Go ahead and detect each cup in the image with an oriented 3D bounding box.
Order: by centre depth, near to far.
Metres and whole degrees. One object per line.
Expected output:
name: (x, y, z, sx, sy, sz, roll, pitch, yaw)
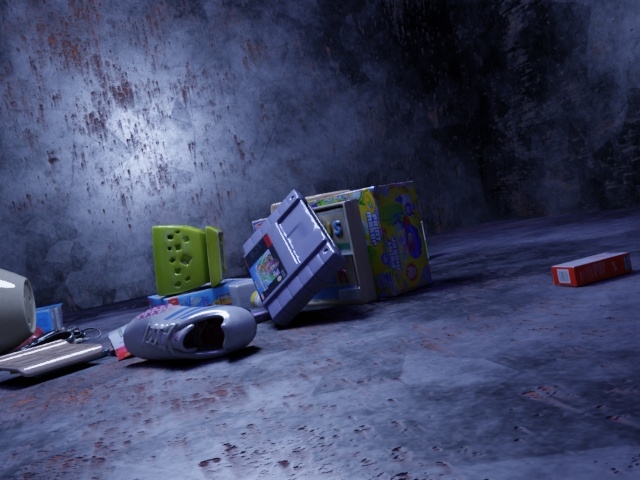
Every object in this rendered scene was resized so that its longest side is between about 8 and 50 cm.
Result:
cup: (-0.949, 0.203, 1.737, 0.237, 0.330, 0.331, -9, 1, -15)

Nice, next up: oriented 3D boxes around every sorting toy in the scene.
sorting toy: (-0.646, 0.281, 1.449, 0.208, 0.038, 0.193, -3, 7, 44)

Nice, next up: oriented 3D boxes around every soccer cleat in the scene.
soccer cleat: (-0.295, 0.191, 1.265, 0.332, 0.115, 0.143, -10, 2, 21)

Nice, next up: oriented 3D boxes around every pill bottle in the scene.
pill bottle: (-0.158, 0.174, 1.769, 0.065, 0.065, 0.116, -12, 3, -21)

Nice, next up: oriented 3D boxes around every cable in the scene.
cable: (-0.804, 0.322, 1.720, 0.140, 0.072, 0.287, 1, 21, 35)

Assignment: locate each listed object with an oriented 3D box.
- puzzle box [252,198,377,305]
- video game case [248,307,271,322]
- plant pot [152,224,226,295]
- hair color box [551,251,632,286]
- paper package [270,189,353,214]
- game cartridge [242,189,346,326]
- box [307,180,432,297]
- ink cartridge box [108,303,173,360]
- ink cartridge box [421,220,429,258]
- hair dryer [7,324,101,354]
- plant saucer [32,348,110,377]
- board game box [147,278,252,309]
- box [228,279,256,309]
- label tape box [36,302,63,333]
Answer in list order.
puzzle box: (-0.029, 0.046, 1.708, 0.052, 0.271, 0.409, -13, 2, -42)
video game case: (-0.256, 0.219, 1.617, 0.196, 0.026, 0.274, -10, 1, 40)
plant pot: (-0.423, 0.056, 2.020, 0.207, 0.228, 0.227, -6, 1, -3)
hair color box: (0.558, 0.059, 1.263, 0.141, 0.043, 0.072, -13, 2, -16)
paper package: (0.000, 0.000, 2.195, 0.310, 0.324, 0.168, -10, 2, 6)
game cartridge: (-0.083, 0.033, 1.546, 0.230, 0.068, 0.355, -44, 34, 8)
box: (0.126, 0.006, 1.711, 0.177, 0.289, 0.279, -12, 2, -44)
ink cartridge box: (-0.440, 0.227, 1.550, 0.181, 0.056, 0.225, -25, 5, -19)
ink cartridge box: (0.303, 0.017, 2.406, 0.213, 0.154, 0.093, -10, 3, -2)
hair dryer: (-0.872, 0.303, 1.938, 0.294, 0.080, 0.224, -14, 4, -41)
plant saucer: (-0.612, 0.297, 1.490, 0.067, 0.018, 0.192, -10, 2, 44)
board game box: (-0.402, 0.202, 2.083, 0.302, 0.086, 0.308, -12, 2, -25)
box: (-0.218, 0.170, 1.890, 0.102, 0.087, 0.101, -12, 2, -23)
label tape box: (-1.135, 0.328, 2.376, 0.241, 0.105, 0.334, -11, 1, -14)
